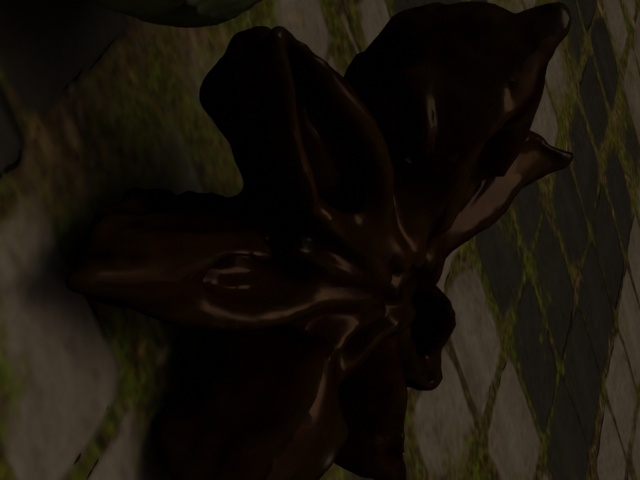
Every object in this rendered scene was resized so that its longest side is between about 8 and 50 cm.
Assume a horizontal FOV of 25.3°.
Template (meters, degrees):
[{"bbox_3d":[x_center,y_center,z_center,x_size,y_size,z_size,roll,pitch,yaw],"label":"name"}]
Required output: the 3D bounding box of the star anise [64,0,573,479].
[{"bbox_3d":[0.000,0.005,0.487,0.196,0.111,0.212,-46,157,-39],"label":"star anise"}]

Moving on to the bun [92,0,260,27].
[{"bbox_3d":[-0.047,-0.160,0.409,0.195,0.118,0.195,23,90,-79],"label":"bun"}]
